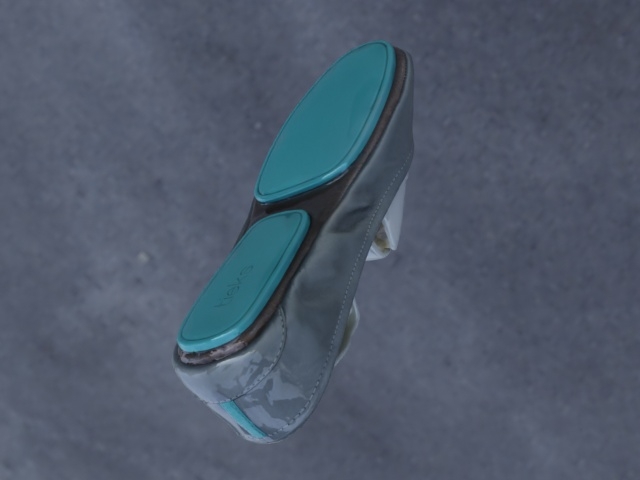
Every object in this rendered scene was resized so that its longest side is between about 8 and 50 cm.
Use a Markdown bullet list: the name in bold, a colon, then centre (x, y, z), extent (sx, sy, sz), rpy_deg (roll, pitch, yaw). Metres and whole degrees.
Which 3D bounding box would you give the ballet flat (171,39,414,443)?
- **ballet flat**: centre (0.000, 0.000, 0.732), extent (0.072, 0.213, 0.068), rpy_deg (-13, 126, 38)
